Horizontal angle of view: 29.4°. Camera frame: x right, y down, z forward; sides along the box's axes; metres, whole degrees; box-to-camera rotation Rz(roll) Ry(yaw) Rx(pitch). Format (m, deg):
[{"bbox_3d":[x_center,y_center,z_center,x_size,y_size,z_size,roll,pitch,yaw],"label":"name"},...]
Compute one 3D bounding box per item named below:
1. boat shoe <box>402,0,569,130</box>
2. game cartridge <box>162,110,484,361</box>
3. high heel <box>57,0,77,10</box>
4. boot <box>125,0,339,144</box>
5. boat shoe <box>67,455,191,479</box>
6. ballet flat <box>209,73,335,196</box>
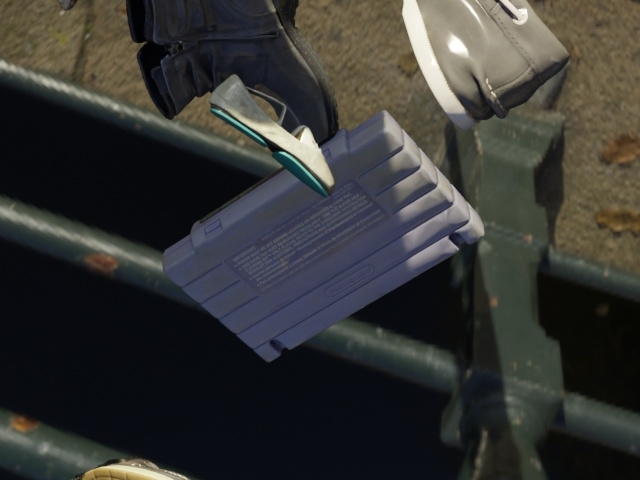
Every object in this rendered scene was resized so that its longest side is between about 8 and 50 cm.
[{"bbox_3d":[0.089,-0.242,0.926,0.095,0.112,0.335,-26,69,17],"label":"boat shoe"},{"bbox_3d":[0.000,0.000,1.555,0.355,0.068,0.230,-31,122,20],"label":"game cartridge"},{"bbox_3d":[-0.253,-0.406,1.383,0.093,0.186,0.261,18,127,26],"label":"high heel"},{"bbox_3d":[-0.117,-0.210,1.559,0.222,0.118,0.338,-35,123,-22],"label":"boot"},{"bbox_3d":[-0.111,0.147,0.703,0.152,0.049,0.056,-12,101,47],"label":"boat shoe"},{"bbox_3d":[-0.039,-0.112,1.276,0.168,0.057,0.052,37,82,-19],"label":"ballet flat"}]
